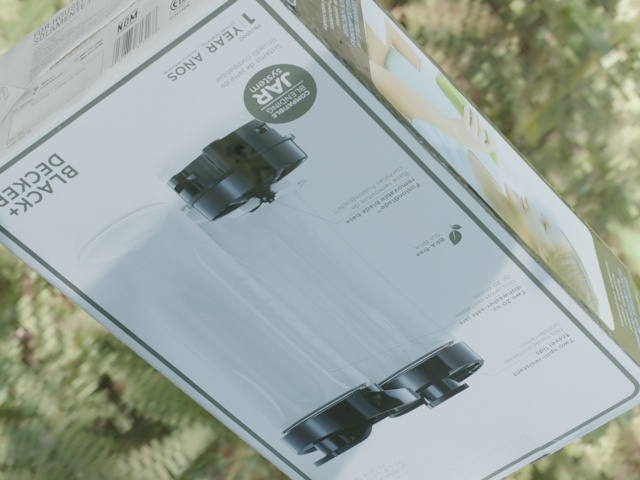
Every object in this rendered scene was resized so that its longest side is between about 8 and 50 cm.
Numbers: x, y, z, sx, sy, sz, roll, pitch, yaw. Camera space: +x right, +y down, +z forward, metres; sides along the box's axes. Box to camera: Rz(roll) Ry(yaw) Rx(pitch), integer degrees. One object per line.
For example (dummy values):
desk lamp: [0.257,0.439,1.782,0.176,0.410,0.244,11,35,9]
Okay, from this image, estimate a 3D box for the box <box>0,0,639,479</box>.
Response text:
box: [0.000,0.000,0.786,0.290,0.169,0.087,42,26,-31]
